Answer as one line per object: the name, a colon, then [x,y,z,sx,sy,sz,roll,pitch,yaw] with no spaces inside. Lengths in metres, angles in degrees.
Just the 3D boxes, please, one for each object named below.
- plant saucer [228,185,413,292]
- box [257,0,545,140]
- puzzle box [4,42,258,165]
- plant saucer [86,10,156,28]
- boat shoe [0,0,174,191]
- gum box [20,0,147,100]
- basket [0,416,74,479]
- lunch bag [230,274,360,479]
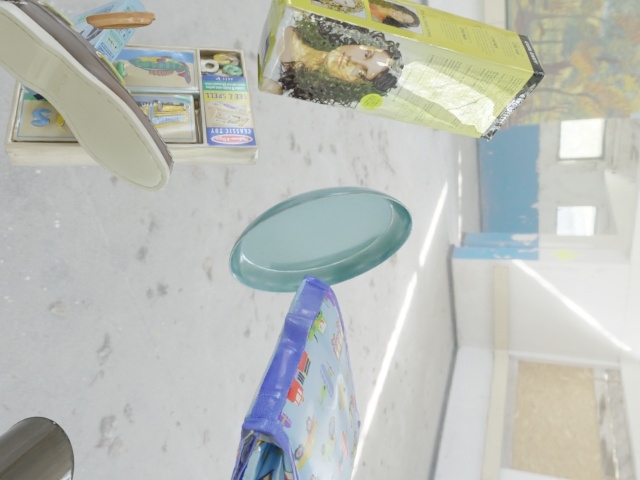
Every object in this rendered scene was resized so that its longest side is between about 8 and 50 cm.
plant saucer: [0.000,0.000,0.878,0.317,0.318,0.043,47,24,-59]
box: [0.068,-0.153,0.446,0.087,0.232,0.058,121,-31,-52]
puzzle box: [-0.331,-0.255,0.946,0.052,0.409,0.272,111,-28,-56]
plant saucer: [-0.251,-0.278,0.655,0.083,0.084,0.013,-40,128,-61]
boat shoe: [-0.333,-0.213,0.760,0.324,0.117,0.096,46,34,-17]
gum box: [-0.393,-0.324,0.864,0.041,0.157,0.184,53,43,-46]
basket: [-0.523,0.411,0.803,0.227,0.154,0.204,-14,126,-83]
lunch bag: [-0.024,0.203,0.602,0.221,0.138,0.293,-64,162,-54]
